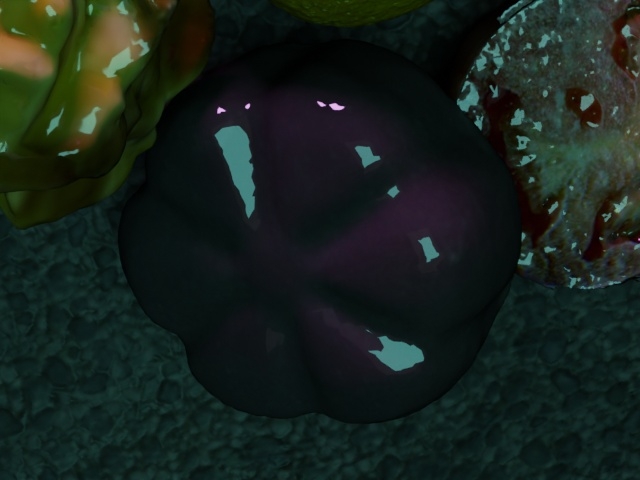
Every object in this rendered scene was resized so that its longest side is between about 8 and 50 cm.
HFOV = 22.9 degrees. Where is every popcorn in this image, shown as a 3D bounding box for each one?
[{"bbox_3d":[-0.206,-0.127,0.858,0.332,0.265,0.225,2,79,26],"label":"popcorn"}]

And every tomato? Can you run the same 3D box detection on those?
[{"bbox_3d":[0.178,-0.082,1.026,0.225,0.085,0.225,-4,109,-12],"label":"tomato"}]

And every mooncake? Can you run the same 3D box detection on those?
[{"bbox_3d":[0.000,0.000,0.963,0.245,0.133,0.245,10,116,20],"label":"mooncake"}]

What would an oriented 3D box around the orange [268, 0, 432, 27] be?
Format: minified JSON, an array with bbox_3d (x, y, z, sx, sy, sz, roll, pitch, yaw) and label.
[{"bbox_3d":[0.022,-0.236,0.868,0.236,0.236,0.236,-3,111,-9],"label":"orange"}]
